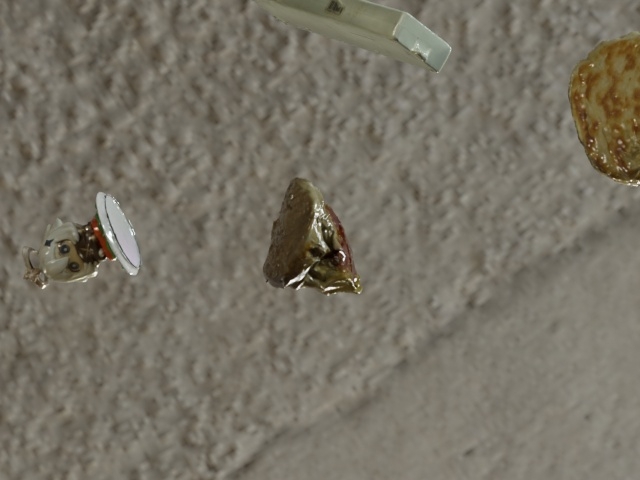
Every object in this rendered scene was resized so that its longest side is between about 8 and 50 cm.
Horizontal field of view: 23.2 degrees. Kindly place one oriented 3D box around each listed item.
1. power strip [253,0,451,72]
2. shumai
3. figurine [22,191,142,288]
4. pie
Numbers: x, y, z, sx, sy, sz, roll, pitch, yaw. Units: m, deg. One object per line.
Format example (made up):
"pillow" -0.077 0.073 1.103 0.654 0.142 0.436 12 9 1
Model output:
"power strip" 0.024 -0.301 2.107 0.106 0.367 0.043 31 86 -43
"shumai" -0.011 -0.001 1.666 0.105 0.139 0.123 17 80 -34
"figurine" -0.346 0.015 2.213 0.154 0.132 0.132 -23 144 7
"pie" 0.422 -0.176 2.053 0.084 0.205 0.179 6 151 -46
